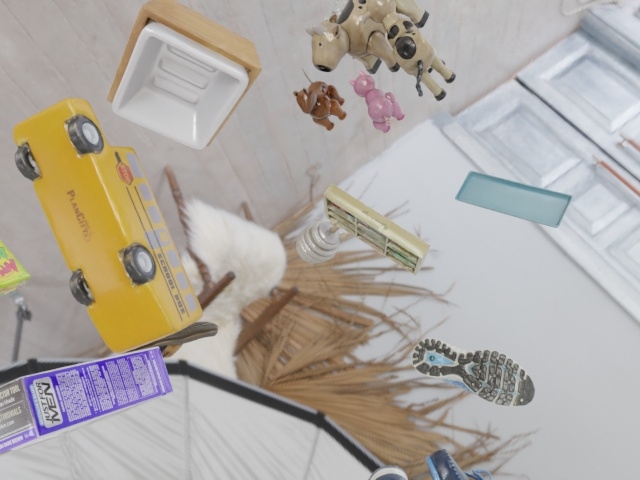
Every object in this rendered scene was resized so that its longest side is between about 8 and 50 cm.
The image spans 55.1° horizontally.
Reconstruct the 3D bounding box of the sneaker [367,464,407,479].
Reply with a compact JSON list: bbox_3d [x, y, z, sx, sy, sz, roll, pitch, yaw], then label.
[{"bbox_3d":[0.104,0.620,1.223,0.131,0.112,0.319,-113,-144,-76],"label":"sneaker"}]

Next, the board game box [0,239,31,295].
[{"bbox_3d":[-0.716,0.035,1.303,0.043,0.181,0.092,-45,175,29],"label":"board game box"}]

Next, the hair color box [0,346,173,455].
[{"bbox_3d":[-0.453,0.293,1.122,0.185,0.110,0.338,-25,168,22],"label":"hair color box"}]

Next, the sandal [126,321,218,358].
[{"bbox_3d":[-0.330,0.223,1.334,0.219,0.090,0.060,-8,103,-23],"label":"sandal"}]

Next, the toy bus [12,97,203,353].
[{"bbox_3d":[-0.285,-0.019,0.838,0.108,0.333,0.130,-22,-178,17],"label":"toy bus"}]

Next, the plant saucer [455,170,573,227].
[{"bbox_3d":[0.336,-0.072,1.075,0.067,0.192,0.018,-58,145,-16],"label":"plant saucer"}]

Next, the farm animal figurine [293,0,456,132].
[{"bbox_3d":[0.076,-0.349,1.054,0.172,0.327,0.330,35,152,-34],"label":"farm animal figurine"}]

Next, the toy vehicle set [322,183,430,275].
[{"bbox_3d":[0.127,-0.023,1.431,0.035,0.266,0.166,-54,166,-11],"label":"toy vehicle set"}]

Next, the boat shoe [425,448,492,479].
[{"bbox_3d":[0.238,0.397,0.912,0.089,0.109,0.258,-28,116,7],"label":"boat shoe"}]

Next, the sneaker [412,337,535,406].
[{"bbox_3d":[0.207,0.173,0.817,0.073,0.162,0.064,34,77,-56],"label":"sneaker"}]

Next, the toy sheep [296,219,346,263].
[{"bbox_3d":[0.000,0.000,1.211,0.091,0.091,0.132,-16,158,-42],"label":"toy sheep"}]

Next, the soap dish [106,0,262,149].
[{"bbox_3d":[-0.268,-0.320,1.195,0.228,0.118,0.291,23,149,-21],"label":"soap dish"}]
